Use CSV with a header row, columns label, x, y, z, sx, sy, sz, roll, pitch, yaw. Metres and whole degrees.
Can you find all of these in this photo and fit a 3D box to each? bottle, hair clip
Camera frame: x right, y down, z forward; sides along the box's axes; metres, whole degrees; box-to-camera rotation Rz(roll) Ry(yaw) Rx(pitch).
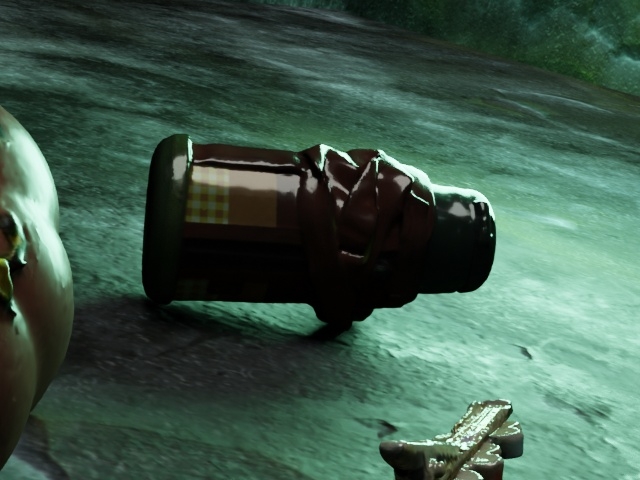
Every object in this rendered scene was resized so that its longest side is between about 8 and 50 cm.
label,x,y,z,sx,sy,sz,roll,pitch,yaw
bottle,0.000,0.000,1.244,0.271,0.143,0.156,5,-25,-8
hair clip,0.080,0.133,0.945,0.062,0.056,0.214,-2,0,22

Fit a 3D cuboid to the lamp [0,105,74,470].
label,x,y,z,sx,sy,sz,roll,pitch,yaw
lamp,-0.274,0.015,0.771,0.305,0.240,0.305,30,41,-30
